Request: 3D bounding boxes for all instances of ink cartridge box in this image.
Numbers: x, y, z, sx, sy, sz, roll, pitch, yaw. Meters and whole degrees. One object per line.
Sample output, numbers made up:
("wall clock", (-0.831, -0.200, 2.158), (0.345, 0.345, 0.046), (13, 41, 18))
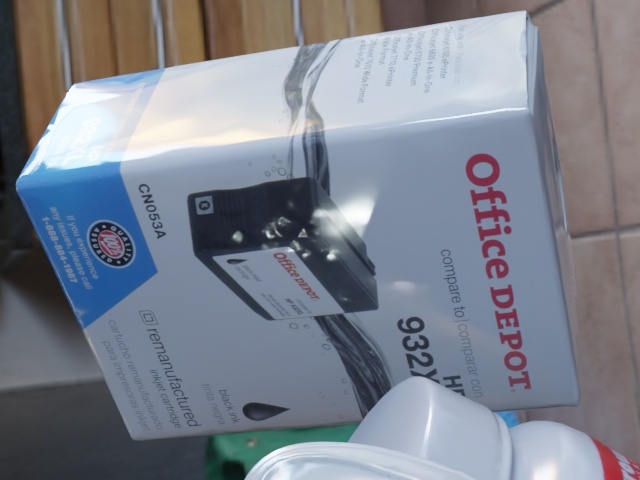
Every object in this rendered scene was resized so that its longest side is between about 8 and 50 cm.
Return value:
("ink cartridge box", (0.000, 0.000, 0.759), (0.129, 0.307, 0.223), (-77, -25, -54))

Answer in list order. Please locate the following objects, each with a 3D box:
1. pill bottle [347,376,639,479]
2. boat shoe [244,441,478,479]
("pill bottle", (0.140, 0.192, 0.600), (0.161, 0.283, 0.161), (-58, 10, 16))
("boat shoe", (0.054, 0.119, 0.427), (0.226, 0.083, 0.076), (18, 150, 33))
